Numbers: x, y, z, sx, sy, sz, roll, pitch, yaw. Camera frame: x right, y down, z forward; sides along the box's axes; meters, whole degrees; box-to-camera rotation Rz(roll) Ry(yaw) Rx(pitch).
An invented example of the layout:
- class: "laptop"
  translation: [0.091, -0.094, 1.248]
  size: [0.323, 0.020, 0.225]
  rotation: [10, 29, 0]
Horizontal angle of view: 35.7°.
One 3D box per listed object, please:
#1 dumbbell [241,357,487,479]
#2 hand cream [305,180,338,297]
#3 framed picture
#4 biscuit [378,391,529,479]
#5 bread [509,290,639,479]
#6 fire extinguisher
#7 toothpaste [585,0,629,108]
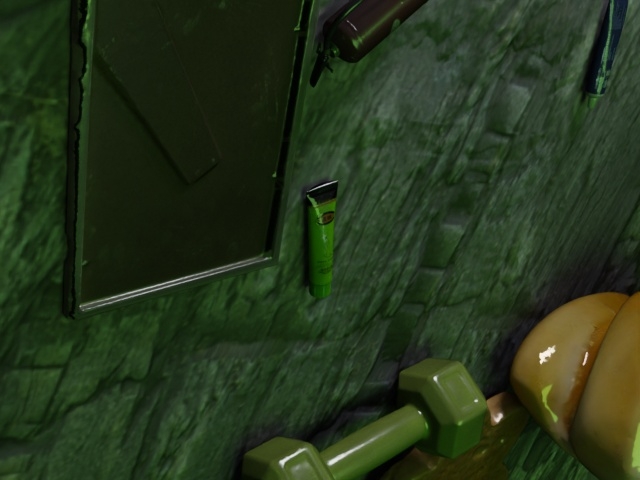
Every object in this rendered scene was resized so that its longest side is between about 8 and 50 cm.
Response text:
- class: "dumbbell"
  translation: [0.052, 0.232, 1.110]
  size: [0.302, 0.121, 0.108]
  rotation: [-23, 162, -33]
- class: "hand cream"
  translation: [0.000, 0.000, 0.946]
  size: [0.036, 0.023, 0.121]
  rotation: [-20, 128, -29]
- class: "framed picture"
  translation: [-0.100, -0.082, 0.787]
  size: [0.213, 0.016, 0.289]
  rotation: [-16, 129, -37]
- class: "biscuit"
  translation: [0.149, 0.353, 1.344]
  size: [0.275, 0.052, 0.354]
  rotation: [7, 115, -47]
- class: "bread"
  translation: [0.442, 0.236, 1.377]
  size: [0.424, 0.245, 0.328]
  rotation: [20, 66, -52]
- class: "fire extinguisher"
  translation: [0.048, -0.195, 0.821]
  size: [0.157, 0.045, 0.078]
  rotation: [-42, 164, -12]
- class: "toothpaste"
  translation: [0.317, -0.211, 1.103]
  size: [0.037, 0.021, 0.139]
  rotation: [-17, 128, -36]
